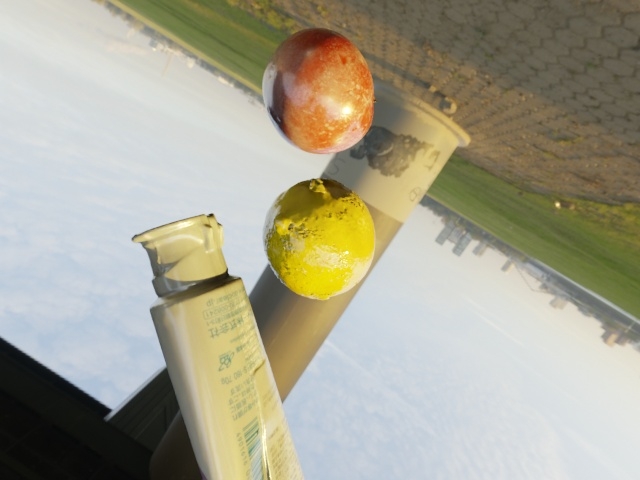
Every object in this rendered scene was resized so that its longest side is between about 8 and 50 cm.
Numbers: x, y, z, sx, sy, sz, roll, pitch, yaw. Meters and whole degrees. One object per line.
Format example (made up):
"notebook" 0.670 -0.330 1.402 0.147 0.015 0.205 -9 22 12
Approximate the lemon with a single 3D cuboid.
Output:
"lemon" 0.000 0.000 0.624 0.173 0.174 0.206 46 171 46

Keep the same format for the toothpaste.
"toothpaste" -0.071 0.129 0.330 0.114 0.073 0.298 -25 -82 -67

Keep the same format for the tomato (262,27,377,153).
"tomato" -0.012 -0.319 0.907 0.270 0.227 0.270 54 166 21
